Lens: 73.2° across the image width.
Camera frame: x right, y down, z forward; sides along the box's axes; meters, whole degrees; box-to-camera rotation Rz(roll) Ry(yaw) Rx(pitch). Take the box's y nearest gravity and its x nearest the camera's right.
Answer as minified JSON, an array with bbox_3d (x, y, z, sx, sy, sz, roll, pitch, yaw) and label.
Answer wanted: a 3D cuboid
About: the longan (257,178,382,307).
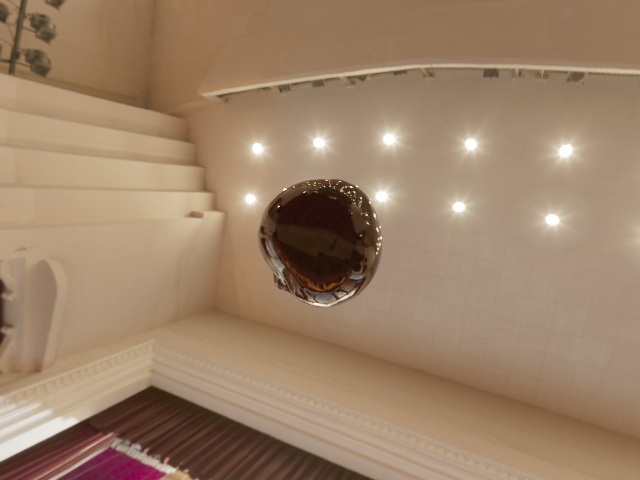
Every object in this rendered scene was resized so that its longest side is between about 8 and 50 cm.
[{"bbox_3d":[0.000,0.000,0.586,0.189,0.189,0.190,2,-85,24],"label":"longan"}]
